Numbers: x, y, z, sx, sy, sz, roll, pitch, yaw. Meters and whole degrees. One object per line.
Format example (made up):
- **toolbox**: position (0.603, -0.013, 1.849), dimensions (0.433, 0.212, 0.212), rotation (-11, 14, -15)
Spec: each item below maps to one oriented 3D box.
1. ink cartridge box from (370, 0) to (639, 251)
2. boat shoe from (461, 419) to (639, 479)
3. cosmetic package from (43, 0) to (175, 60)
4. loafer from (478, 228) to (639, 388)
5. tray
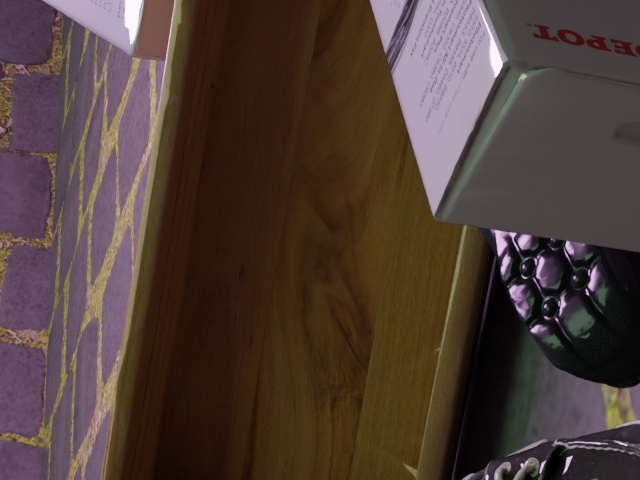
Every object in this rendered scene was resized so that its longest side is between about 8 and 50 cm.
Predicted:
- **ink cartridge box**: position (0.108, -0.094, 0.569), dimensions (0.203, 0.148, 0.086), rotation (-100, 25, -44)
- **boat shoe**: position (0.108, 0.132, 0.603), dimensions (0.219, 0.070, 0.078), rotation (131, 142, -60)
- **cosmetic package**: position (-0.111, -0.254, 1.031), dimensions (0.453, 0.230, 0.162), rotation (37, 118, 56)
- **loafer**: position (0.113, -0.021, 0.629), dimensions (0.076, 0.078, 0.223), rotation (-44, 41, 27)
- **tray**: position (-0.002, 0.010, 0.776), dimensions (0.076, 0.202, 0.411), rotation (-19, -60, -73)
